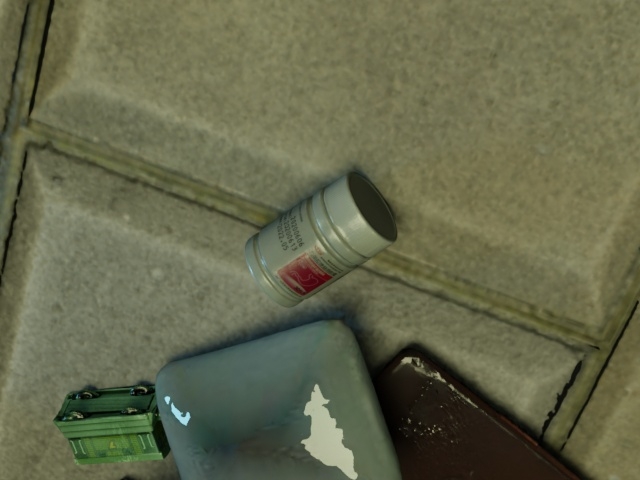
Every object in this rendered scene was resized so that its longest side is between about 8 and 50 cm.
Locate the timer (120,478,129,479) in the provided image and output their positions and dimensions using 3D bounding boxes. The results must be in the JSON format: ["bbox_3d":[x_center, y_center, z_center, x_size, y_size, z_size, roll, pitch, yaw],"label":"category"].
[{"bbox_3d":[-0.077,0.303,0.822,0.175,0.175,0.266,-33,96,23],"label":"timer"}]

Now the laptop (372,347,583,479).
[{"bbox_3d":[0.100,0.185,0.802,0.207,0.026,0.154,38,114,-6],"label":"laptop"}]

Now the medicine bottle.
[{"bbox_3d":[0.000,0.000,0.721,0.091,0.058,0.058,-33,103,23],"label":"medicine bottle"}]

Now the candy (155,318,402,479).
[{"bbox_3d":[-0.035,0.138,0.767,0.174,0.071,0.138,-19,90,29],"label":"candy"}]

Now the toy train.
[{"bbox_3d":[-0.160,0.145,0.833,0.093,0.038,0.056,-7,118,15],"label":"toy train"}]
